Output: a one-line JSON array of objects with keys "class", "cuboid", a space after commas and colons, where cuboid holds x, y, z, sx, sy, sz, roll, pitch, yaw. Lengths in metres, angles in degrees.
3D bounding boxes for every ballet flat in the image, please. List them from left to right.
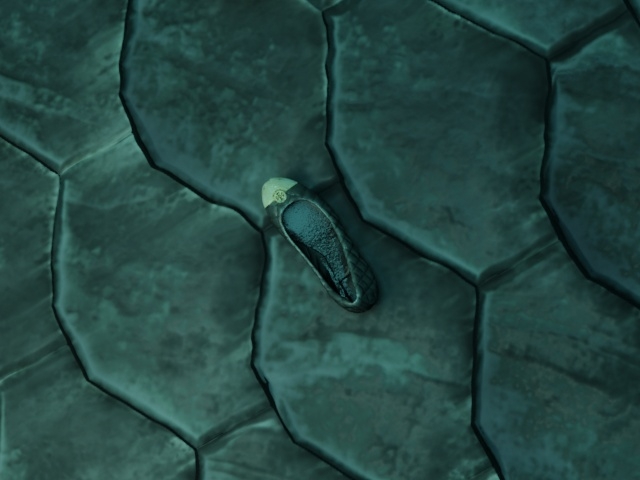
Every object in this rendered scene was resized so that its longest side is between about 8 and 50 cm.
[{"class": "ballet flat", "cuboid": [0.000, 0.000, 1.620, 0.057, 0.049, 0.173, -41, 74, 6]}]
